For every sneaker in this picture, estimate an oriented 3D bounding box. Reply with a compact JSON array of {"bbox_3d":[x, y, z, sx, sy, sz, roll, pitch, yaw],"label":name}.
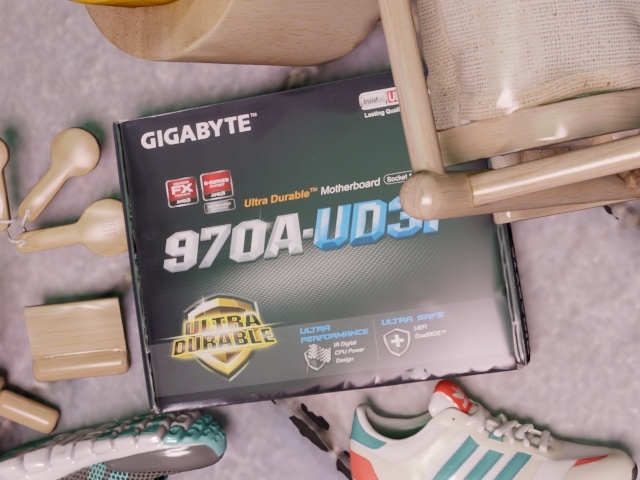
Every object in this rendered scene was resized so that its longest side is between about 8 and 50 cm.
[{"bbox_3d":[-0.126,0.150,0.698,0.166,0.065,0.076,-16,94,21],"label":"sneaker"},{"bbox_3d":[0.091,0.115,0.640,0.161,0.057,0.075,-7,93,17],"label":"sneaker"}]

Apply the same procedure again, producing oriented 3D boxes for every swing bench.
[{"bbox_3d":[0.119,-0.145,0.538,0.165,0.255,0.253,-12,86,18],"label":"swing bench"}]

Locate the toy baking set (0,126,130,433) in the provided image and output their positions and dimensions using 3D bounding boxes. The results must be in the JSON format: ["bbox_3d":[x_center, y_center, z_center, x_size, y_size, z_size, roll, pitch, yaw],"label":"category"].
[{"bbox_3d":[-0.228,0.004,0.709,0.256,0.030,0.196,18,98,-3],"label":"toy baking set"}]

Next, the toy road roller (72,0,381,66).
[{"bbox_3d":[-0.097,-0.257,0.621,0.240,0.202,0.329,2,96,36],"label":"toy road roller"}]

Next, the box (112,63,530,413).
[{"bbox_3d":[0.000,0.000,0.666,0.220,0.051,0.175,-8,87,13],"label":"box"}]
